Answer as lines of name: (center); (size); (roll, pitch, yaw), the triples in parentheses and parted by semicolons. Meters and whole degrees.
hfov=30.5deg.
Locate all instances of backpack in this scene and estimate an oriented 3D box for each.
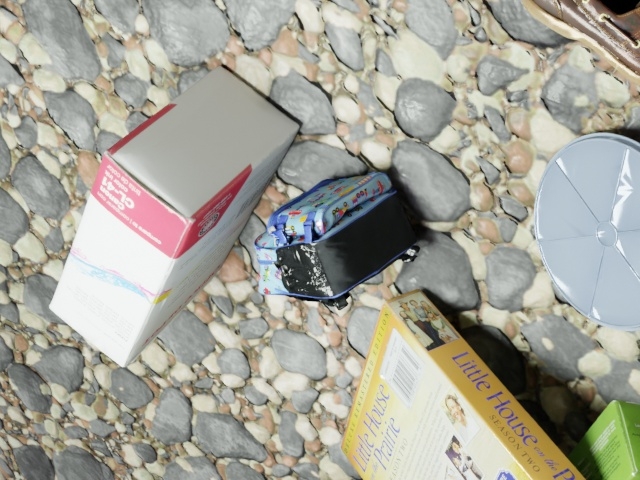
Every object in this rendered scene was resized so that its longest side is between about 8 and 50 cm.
backpack: (0.000, 0.000, 1.340); (0.173, 0.158, 0.116); (-4, 113, 51)

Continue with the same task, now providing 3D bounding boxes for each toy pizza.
toy pizza: (0.294, -0.009, 1.166); (0.201, 0.032, 0.201); (24, 121, 48)

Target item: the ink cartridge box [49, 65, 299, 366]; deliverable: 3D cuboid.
ink cartridge box: (-0.178, -0.025, 1.386); (0.131, 0.226, 0.306); (39, 136, 4)

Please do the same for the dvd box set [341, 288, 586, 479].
dvd box set: (0.183, 0.303, 1.374); (0.420, 0.062, 0.307); (50, 145, 33)

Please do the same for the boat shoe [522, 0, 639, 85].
boat shoe: (0.276, -0.193, 1.037); (0.207, 0.073, 0.073); (32, 138, 10)

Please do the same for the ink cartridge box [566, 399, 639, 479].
ink cartridge box: (0.412, 0.282, 1.317); (0.255, 0.097, 0.188); (8, 137, -14)
